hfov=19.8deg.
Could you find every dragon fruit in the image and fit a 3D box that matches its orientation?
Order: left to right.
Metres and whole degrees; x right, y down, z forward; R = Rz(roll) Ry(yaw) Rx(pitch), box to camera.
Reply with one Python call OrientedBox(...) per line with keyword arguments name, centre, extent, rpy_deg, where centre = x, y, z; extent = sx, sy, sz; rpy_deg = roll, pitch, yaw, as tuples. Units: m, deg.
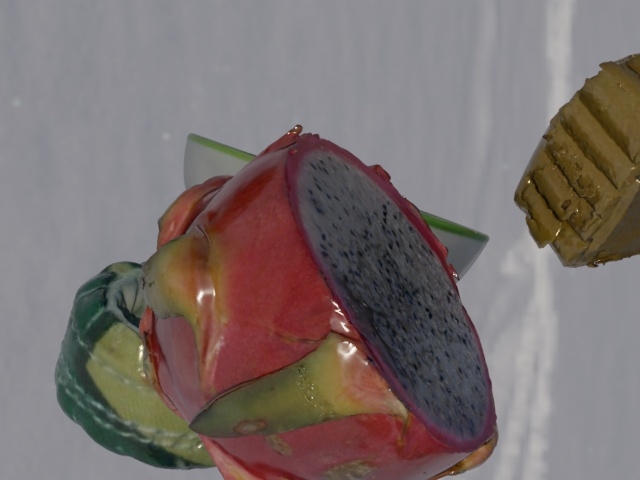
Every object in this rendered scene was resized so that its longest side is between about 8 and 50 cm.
OrientedBox(name="dragon fruit", centre=(-0.025, 0.085, 1.406), extent=(0.305, 0.226, 0.305), rpy_deg=(48, 24, -31))

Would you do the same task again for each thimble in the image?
OrientedBox(name="thimble", centre=(-0.173, 0.148, 2.227), extent=(0.288, 0.254, 0.167), rpy_deg=(0, 123, -36))

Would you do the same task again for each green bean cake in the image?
OrientedBox(name="green bean cake", centre=(0.323, -0.089, 1.829), extent=(0.230, 0.131, 0.224), rpy_deg=(-15, 149, -37))

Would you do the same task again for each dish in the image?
OrientedBox(name="dish", centre=(0.000, 0.000, 1.861), extent=(0.324, 0.324, 0.124), rpy_deg=(12, 98, -69))
